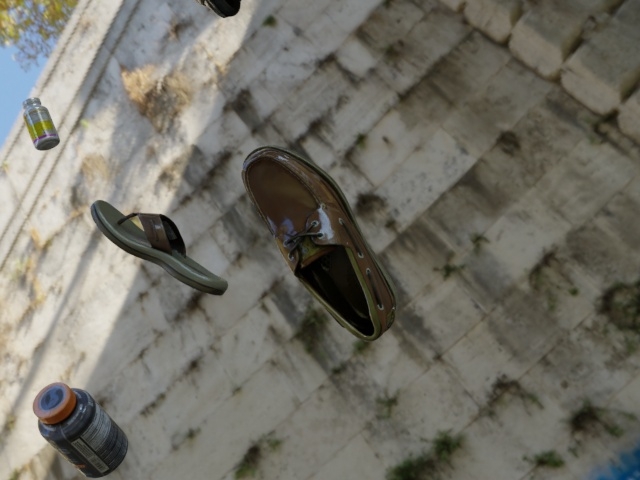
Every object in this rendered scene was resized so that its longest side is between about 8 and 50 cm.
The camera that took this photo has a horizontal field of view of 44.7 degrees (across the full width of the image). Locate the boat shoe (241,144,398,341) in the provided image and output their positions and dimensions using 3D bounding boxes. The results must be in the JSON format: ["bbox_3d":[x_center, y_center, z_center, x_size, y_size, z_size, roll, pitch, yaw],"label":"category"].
[{"bbox_3d":[0.000,0.000,1.053,0.110,0.307,0.104,-39,4,20],"label":"boat shoe"}]

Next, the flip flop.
[{"bbox_3d":[-0.273,0.002,1.357,0.080,0.277,0.112,-60,-8,8],"label":"flip flop"}]

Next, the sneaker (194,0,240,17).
[{"bbox_3d":[-0.124,-0.258,0.638,0.087,0.227,0.130,-8,-69,-56],"label":"sneaker"}]

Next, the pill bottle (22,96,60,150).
[{"bbox_3d":[-0.468,-0.195,1.296,0.043,0.083,0.043,-23,-10,-4],"label":"pill bottle"}]

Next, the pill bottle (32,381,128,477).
[{"bbox_3d":[-0.532,0.411,1.711,0.130,0.130,0.246,-32,-45,-10],"label":"pill bottle"}]
